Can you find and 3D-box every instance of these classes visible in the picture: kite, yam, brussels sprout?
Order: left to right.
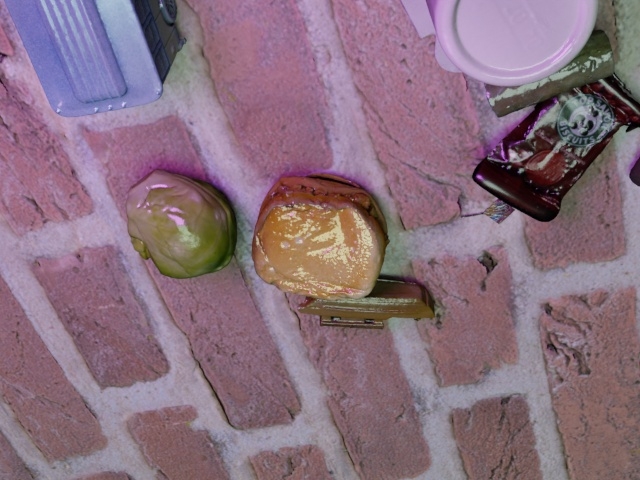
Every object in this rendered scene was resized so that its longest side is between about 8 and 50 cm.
[{"bbox_3d":[-0.201,-0.024,1.346,0.145,0.131,0.183,1,129,32],"label":"brussels sprout"},{"bbox_3d":[0.260,-0.038,1.376,0.078,0.002,0.044,-26,121,20],"label":"kite"},{"bbox_3d":[0.298,-0.220,1.179,0.169,0.068,0.068,-20,123,11],"label":"yam"}]

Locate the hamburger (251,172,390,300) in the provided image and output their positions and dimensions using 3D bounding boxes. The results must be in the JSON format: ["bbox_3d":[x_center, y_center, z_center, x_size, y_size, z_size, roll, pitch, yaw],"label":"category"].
[{"bbox_3d":[0.000,0.001,1.358,0.213,0.108,0.214,1,126,2],"label":"hamburger"}]

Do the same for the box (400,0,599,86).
[{"bbox_3d":[0.206,-0.289,1.069,0.262,0.206,0.291,17,126,-9],"label":"box"}]

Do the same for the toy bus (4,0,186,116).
[{"bbox_3d":[-0.288,-0.330,1.083,0.151,0.190,0.312,-8,125,11],"label":"toy bus"}]

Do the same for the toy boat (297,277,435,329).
[{"bbox_3d":[0.074,0.105,1.459,0.225,0.068,0.088,4,132,-2],"label":"toy boat"}]

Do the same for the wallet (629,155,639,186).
[{"bbox_3d":[0.560,-0.147,1.250,0.181,0.049,0.229,15,128,-7],"label":"wallet"}]

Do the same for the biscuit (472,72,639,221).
[{"bbox_3d":[0.340,-0.140,1.257,0.151,0.063,0.235,31,115,-19],"label":"biscuit"}]
